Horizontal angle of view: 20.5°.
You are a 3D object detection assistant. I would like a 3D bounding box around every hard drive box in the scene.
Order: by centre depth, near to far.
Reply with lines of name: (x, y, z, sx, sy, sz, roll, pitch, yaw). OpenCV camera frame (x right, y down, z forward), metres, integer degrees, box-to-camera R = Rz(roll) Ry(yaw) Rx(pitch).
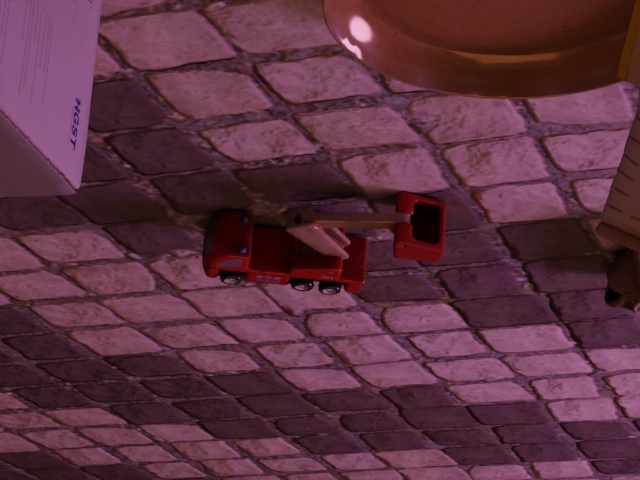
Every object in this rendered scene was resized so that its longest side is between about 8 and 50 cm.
hard drive box: (-0.202, -0.149, 0.960, 0.089, 0.181, 0.232, -3, 157, 15)

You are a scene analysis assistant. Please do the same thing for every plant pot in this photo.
plant pot: (0.119, -0.154, 1.103, 0.236, 0.032, 0.236, 3, 157, 1)

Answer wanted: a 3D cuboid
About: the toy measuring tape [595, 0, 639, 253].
toy measuring tape: (0.219, -0.125, 1.004, 0.121, 0.121, 0.330, 3, 144, 0)

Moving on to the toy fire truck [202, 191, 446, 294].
toy fire truck: (0.000, 0.000, 1.480, 0.192, 0.047, 0.135, 7, 157, -6)

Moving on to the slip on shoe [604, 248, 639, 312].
slip on shoe: (0.267, 0.030, 1.521, 0.041, 0.051, 0.135, -2, 165, 7)
